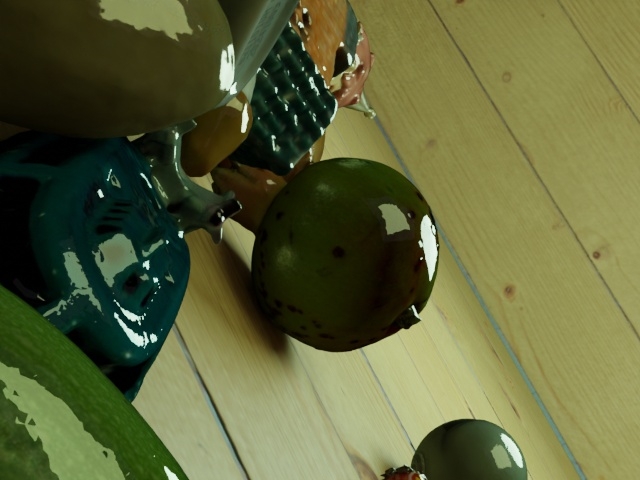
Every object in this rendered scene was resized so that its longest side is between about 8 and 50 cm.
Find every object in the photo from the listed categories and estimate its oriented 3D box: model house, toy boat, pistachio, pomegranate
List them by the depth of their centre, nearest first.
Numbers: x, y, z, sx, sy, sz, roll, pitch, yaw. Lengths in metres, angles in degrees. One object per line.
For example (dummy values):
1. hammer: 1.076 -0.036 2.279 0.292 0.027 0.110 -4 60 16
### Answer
1. pistachio: -0.144 -0.124 0.590 0.226 0.136 0.136 26 26 -29
2. toy boat: -0.103 -0.001 0.600 0.134 0.092 0.299 60 8 -13
3. model house: -0.109 -0.142 0.871 0.271 0.190 0.301 56 25 -38
4. pomegranate: 0.000 0.000 0.979 0.205 0.159 0.159 35 6 10

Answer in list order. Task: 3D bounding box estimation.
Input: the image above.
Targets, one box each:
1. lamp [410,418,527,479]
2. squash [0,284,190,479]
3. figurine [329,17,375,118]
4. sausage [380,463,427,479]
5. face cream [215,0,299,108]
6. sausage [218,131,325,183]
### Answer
1. lamp: 0.129 0.205 1.076 0.105 0.105 0.105 56 10 -15
2. squash: -0.061 0.130 0.368 0.379 0.101 0.101 56 10 -6
3. figurine: -0.022 -0.252 1.663 0.207 0.166 0.387 15 -15 24
4. sausage: 0.073 0.229 0.900 0.145 0.048 0.050 -103 -163 -58
5. face cream: -0.158 -0.225 0.707 0.336 0.163 0.080 36 29 6
6. sausage: -0.045 -0.117 1.212 0.109 0.109 0.270 55 10 -18
